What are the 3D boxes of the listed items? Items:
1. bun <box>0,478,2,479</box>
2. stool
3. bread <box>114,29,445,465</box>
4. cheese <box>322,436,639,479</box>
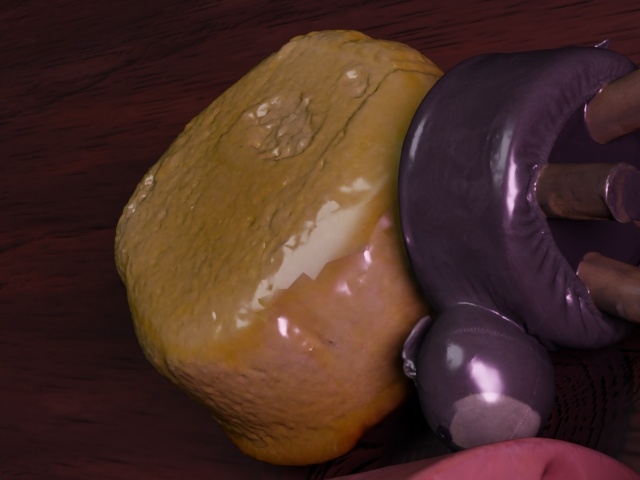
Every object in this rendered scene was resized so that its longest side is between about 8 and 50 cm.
[{"bbox_3d":[-0.268,0.233,1.061,0.141,0.083,0.141,-43,25,26],"label":"bun"},{"bbox_3d":[0.131,0.002,0.747,0.139,0.153,0.228,2,88,48],"label":"stool"},{"bbox_3d":[0.000,0.000,0.900,0.270,0.148,0.270,-28,41,27],"label":"bread"},{"bbox_3d":[0.042,0.167,0.646,0.128,0.177,0.203,-19,43,41],"label":"cheese"}]
